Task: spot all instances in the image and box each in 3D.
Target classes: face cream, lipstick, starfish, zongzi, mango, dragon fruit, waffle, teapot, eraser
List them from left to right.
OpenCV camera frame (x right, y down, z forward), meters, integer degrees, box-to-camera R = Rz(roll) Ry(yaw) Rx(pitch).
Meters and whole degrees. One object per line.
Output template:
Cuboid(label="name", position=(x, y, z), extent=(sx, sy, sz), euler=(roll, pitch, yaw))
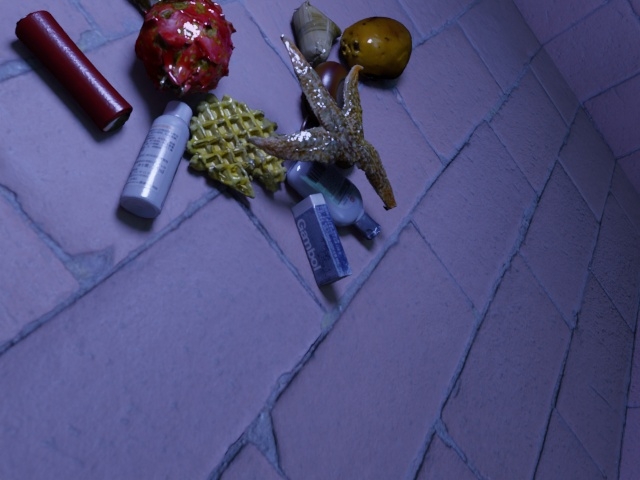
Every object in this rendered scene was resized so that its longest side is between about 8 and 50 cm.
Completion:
Cuboid(label="lipstick", position=(-0.473, -0.324, 0.923), extent=(0.241, 0.080, 0.080), euler=(51, 48, -10))
Cuboid(label="face cream", position=(-0.326, -0.176, 0.976), extent=(0.082, 0.082, 0.268), euler=(28, 56, -27))
Cuboid(label="dragon fruit", position=(-0.294, -0.408, 1.028), extent=(0.205, 0.210, 0.267), euler=(48, 38, -50))
Cuboid(label="waffle", position=(-0.187, -0.224, 1.128), extent=(0.261, 0.056, 0.249), euler=(26, 56, -26))
Cuboid(label="eraser", position=(0.000, 0.000, 1.158), extent=(0.046, 0.092, 0.212), euler=(-13, 78, -41))
Cuboid(label="teapot", position=(0.002, -0.383, 1.314), extent=(0.178, 0.135, 0.251), euler=(42, 64, -56))
Cuboid(label="zongzi", position=(0.013, -0.594, 1.427), extent=(0.198, 0.099, 0.194), euler=(8, 66, -44))
Cuboid(label="starfish", position=(0.030, -0.267, 1.157), extent=(0.399, 0.132, 0.383), euler=(-3, 83, -32))
Cuboid(label="face cream", position=(0.044, -0.113, 1.253), extent=(0.291, 0.071, 0.143), euler=(40, 54, -17))
Cuboid(label="mango", position=(0.185, -0.622, 1.536), extent=(0.287, 0.153, 0.201), euler=(-26, 83, -44))

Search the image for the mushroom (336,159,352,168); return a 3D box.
Cuboid(label="mushroom", position=(0.071, -0.261, 1.329), extent=(0.109, 0.085, 0.126), euler=(5, 84, -36))

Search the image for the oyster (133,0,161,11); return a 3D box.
Cuboid(label="oyster", position=(-0.392, -0.637, 1.100), extent=(0.167, 0.110, 0.340), euler=(-15, 94, -36))
